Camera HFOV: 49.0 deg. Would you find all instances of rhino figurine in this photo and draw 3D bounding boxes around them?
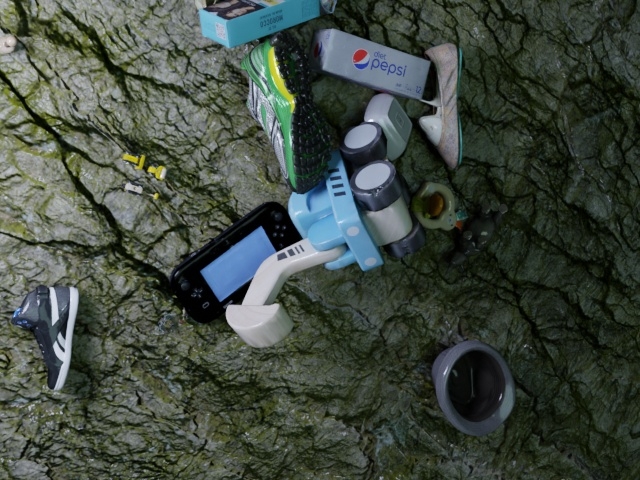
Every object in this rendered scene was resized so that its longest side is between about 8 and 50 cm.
[{"bbox_3d":[0.417,0.001,1.922,0.073,0.106,0.243,37,82,12],"label":"rhino figurine"}]

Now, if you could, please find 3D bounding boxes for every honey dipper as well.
[{"bbox_3d":[-0.559,-0.352,1.260,0.031,0.161,0.030,-7,106,-27],"label":"honey dipper"}]

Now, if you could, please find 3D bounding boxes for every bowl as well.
[{"bbox_3d":[0.172,-0.281,1.701,0.142,0.053,0.142,52,39,-25],"label":"bowl"}]

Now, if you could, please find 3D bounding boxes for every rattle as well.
[{"bbox_3d":[0.347,-0.072,1.844,0.200,0.143,0.130,37,66,-24],"label":"rattle"}]

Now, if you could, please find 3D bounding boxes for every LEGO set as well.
[{"bbox_3d":[-0.338,0.181,1.591,0.083,0.023,0.054,-10,109,-40],"label":"LEGO set"}]

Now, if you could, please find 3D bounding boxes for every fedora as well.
[{"bbox_3d":[0.413,0.405,1.995,0.244,0.124,0.275,-45,110,-15],"label":"fedora"}]

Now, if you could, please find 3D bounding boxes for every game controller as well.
[{"bbox_3d":[-0.189,0.050,1.614,0.319,0.067,0.166,-38,117,-16],"label":"game controller"}]

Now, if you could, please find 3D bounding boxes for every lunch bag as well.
[{"bbox_3d":[0.003,-0.551,1.578,0.053,0.071,0.083,-21,110,-18],"label":"lunch bag"}]

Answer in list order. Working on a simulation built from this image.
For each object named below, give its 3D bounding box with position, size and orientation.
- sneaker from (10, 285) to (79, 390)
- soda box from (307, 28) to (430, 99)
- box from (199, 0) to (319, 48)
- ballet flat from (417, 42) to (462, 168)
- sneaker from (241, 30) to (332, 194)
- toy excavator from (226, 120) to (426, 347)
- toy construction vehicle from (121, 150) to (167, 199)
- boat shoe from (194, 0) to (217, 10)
[{"bbox_3d":[-0.572,0.197,1.436,0.121,0.079,0.216,8,89,-27],"label":"sneaker"},{"bbox_3d":[0.116,-0.414,1.660,0.286,0.091,0.098,8,99,-30],"label":"soda box"},{"bbox_3d":[-0.125,-0.480,1.479,0.244,0.100,0.060,-30,136,-30],"label":"box"},{"bbox_3d":[0.299,-0.338,1.788,0.106,0.107,0.315,-4,99,-8],"label":"ballet flat"},{"bbox_3d":[-0.077,-0.268,1.541,0.134,0.146,0.343,-13,91,-49],"label":"sneaker"},{"bbox_3d":[0.000,0.000,1.580,0.445,0.432,0.222,-23,133,11],"label":"toy excavator"},{"bbox_3d":[-0.381,-0.136,1.488,0.098,0.035,0.085,16,82,-33],"label":"toy construction vehicle"},{"bbox_3d":[-0.221,-0.551,1.466,0.056,0.048,0.153,18,93,-31],"label":"boat shoe"}]
